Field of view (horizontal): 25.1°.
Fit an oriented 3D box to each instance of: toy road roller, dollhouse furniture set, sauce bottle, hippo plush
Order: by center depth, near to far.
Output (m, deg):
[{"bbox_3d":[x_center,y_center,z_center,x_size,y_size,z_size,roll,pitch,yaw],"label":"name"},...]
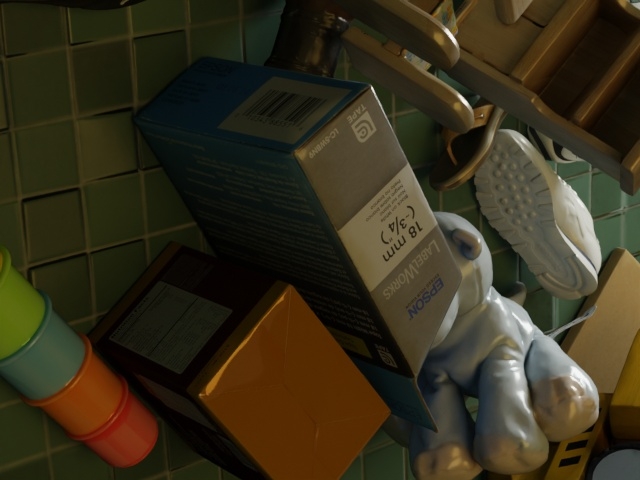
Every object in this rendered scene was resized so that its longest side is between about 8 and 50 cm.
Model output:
[{"bbox_3d":[0.233,-0.241,1.336,0.362,0.256,0.394,-52,159,-9],"label":"dollhouse furniture set"},{"bbox_3d":[0.024,-0.302,1.361,0.111,0.111,0.345,15,94,-41],"label":"sauce bottle"},{"bbox_3d":[0.162,0.089,1.498,0.294,0.234,0.237,-44,126,-21],"label":"hippo plush"},{"bbox_3d":[0.352,0.261,1.725,0.330,0.240,0.203,-57,132,-37],"label":"toy road roller"}]

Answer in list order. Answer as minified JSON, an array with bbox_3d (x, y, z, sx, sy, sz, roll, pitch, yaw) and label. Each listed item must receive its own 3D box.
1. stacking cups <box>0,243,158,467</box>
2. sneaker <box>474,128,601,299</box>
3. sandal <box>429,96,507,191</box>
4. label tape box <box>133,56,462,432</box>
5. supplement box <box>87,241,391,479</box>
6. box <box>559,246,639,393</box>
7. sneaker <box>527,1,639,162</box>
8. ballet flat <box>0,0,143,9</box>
[{"bbox_3d":[-0.256,0.091,1.266,0.096,0.096,0.316,-52,133,-16],"label":"stacking cups"},{"bbox_3d":[0.252,-0.042,1.644,0.235,0.090,0.095,57,42,-29],"label":"sneaker"},{"bbox_3d":[0.164,-0.130,1.551,0.049,0.072,0.180,39,75,-23],"label":"sandal"},{"bbox_3d":[0.000,0.000,1.338,0.106,0.240,0.334,-45,126,-23],"label":"label tape box"},{"bbox_3d":[-0.076,0.126,1.339,0.129,0.194,0.191,-50,127,-18],"label":"supplement box"},{"bbox_3d":[0.370,0.132,1.817,0.164,0.021,0.201,40,76,-39],"label":"box"},{"bbox_3d":[0.359,-0.174,1.637,0.235,0.153,0.094,-45,127,-21],"label":"sneaker"},{"bbox_3d":[-0.197,-0.235,1.206,0.280,0.096,0.095,-17,112,-35],"label":"ballet flat"}]
